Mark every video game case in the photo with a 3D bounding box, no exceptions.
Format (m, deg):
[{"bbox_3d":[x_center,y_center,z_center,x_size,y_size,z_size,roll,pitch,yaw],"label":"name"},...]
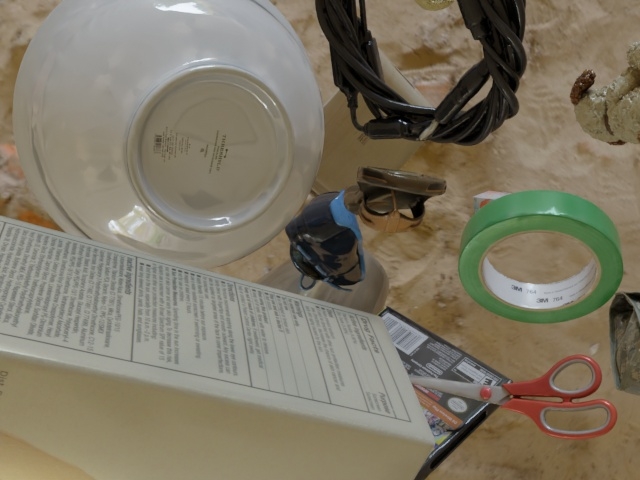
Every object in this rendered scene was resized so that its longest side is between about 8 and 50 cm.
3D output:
[{"bbox_3d":[0.113,0.238,1.172,0.248,0.035,0.275,-36,41,-23],"label":"video game case"}]

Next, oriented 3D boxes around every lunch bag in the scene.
[{"bbox_3d":[0.761,0.218,1.621,0.235,0.287,0.169,17,119,5],"label":"lunch bag"}]

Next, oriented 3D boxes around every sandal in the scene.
[{"bbox_3d":[0.067,-0.035,0.773,0.090,0.219,0.060,7,84,-11],"label":"sandal"}]

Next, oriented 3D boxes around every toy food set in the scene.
[{"bbox_3d":[0.068,-0.214,1.495,0.306,0.220,0.092,-48,32,4],"label":"toy food set"}]

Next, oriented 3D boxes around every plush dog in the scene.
[{"bbox_3d":[0.664,-0.277,1.642,0.225,0.262,0.210,5,54,56],"label":"plush dog"}]

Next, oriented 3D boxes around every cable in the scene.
[{"bbox_3d":[0.068,-0.147,0.518,0.150,0.047,0.184,17,130,30],"label":"cable"}]

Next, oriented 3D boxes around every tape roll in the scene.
[{"bbox_3d":[0.447,0.041,1.545,0.321,0.321,0.077,-11,40,25],"label":"tape roll"}]

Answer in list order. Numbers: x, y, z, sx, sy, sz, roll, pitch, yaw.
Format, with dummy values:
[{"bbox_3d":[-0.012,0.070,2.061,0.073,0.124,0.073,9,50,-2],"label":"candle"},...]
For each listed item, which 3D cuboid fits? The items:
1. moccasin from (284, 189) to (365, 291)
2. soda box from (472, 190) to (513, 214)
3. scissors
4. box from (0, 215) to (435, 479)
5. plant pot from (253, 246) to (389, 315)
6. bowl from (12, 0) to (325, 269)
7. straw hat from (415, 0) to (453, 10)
[{"bbox_3d":[0.000,0.000,1.218,0.117,0.342,0.138,-20,69,-1],"label":"moccasin"},{"bbox_3d":[0.456,-0.078,1.811,0.183,0.063,0.058,13,118,53],"label":"soda box"},{"bbox_3d":[0.244,0.221,1.026,0.297,0.021,0.109,-10,73,23],"label":"scissors"},{"bbox_3d":[-0.101,0.096,0.481,0.148,0.311,0.121,-109,41,-60],"label":"box"},{"bbox_3d":[-0.006,0.150,1.533,0.323,0.323,0.280,25,59,25],"label":"plant pot"},{"bbox_3d":[-0.111,-0.092,0.668,0.134,0.298,0.298,36,105,59],"label":"bowl"},{"bbox_3d":[0.142,-0.325,0.945,0.144,0.061,0.144,2,59,-4],"label":"straw hat"}]
